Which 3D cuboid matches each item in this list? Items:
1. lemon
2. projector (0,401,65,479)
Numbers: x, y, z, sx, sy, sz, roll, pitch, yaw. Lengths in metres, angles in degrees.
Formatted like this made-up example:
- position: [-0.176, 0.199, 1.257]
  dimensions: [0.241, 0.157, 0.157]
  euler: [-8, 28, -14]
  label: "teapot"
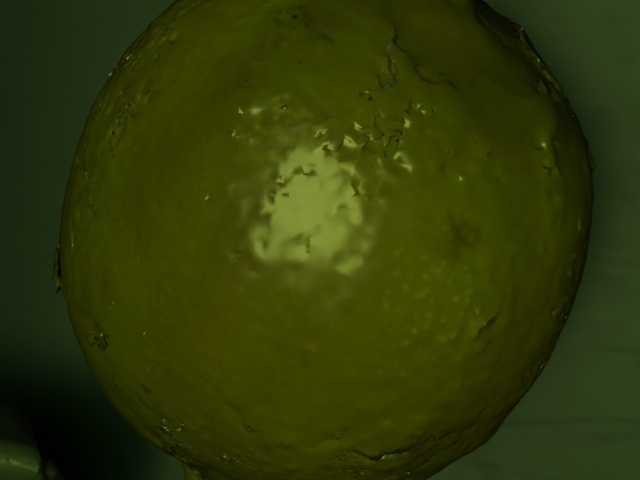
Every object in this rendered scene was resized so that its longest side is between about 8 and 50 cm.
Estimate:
- position: [0.000, 0.000, 0.632]
  dimensions: [0.173, 0.173, 0.206]
  euler: [18, 95, 8]
  label: "lemon"
- position: [-0.206, 0.182, 0.682]
  dimensions: [0.193, 0.088, 0.269]
  euler: [8, 101, -19]
  label: "projector"
